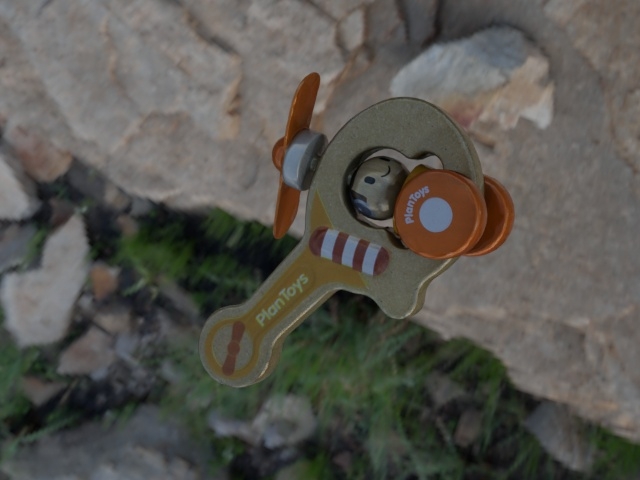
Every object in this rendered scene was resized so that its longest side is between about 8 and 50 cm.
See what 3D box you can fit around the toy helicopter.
[{"bbox_3d":[0.000,0.000,1.492,0.355,0.140,0.235,-45,76,16],"label":"toy helicopter"}]
